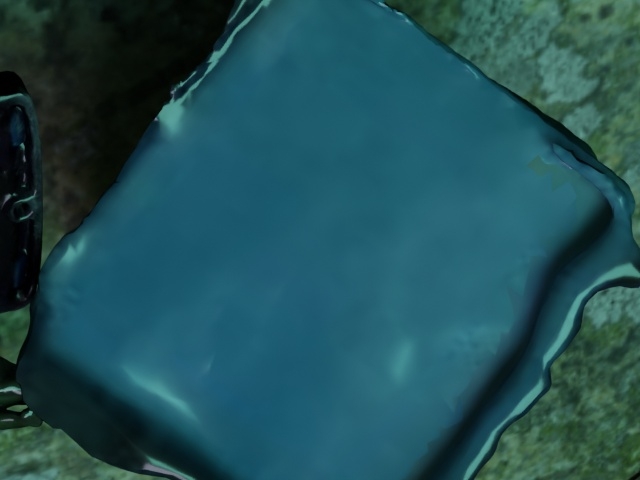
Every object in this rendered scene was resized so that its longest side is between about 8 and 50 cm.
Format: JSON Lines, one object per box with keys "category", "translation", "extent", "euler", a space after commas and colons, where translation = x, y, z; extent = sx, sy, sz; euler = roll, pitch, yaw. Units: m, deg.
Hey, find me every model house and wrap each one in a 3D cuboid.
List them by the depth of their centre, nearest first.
{"category": "model house", "translation": [0.000, 0.000, 0.921], "extent": [0.215, 0.303, 0.237], "euler": [35, 98, -7]}

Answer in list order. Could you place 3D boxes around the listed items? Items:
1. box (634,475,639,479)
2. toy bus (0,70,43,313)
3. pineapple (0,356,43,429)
{"category": "box", "translation": [0.201, 0.296, 1.278], "extent": [0.343, 0.200, 0.065], "euler": [-36, 129, -2]}
{"category": "toy bus", "translation": [-0.279, -0.031, 0.794], "extent": [0.288, 0.175, 0.138], "euler": [-13, 135, -22]}
{"category": "pineapple", "translation": [-0.270, 0.174, 0.982], "extent": [0.170, 0.141, 0.310], "euler": [30, 98, -14]}
